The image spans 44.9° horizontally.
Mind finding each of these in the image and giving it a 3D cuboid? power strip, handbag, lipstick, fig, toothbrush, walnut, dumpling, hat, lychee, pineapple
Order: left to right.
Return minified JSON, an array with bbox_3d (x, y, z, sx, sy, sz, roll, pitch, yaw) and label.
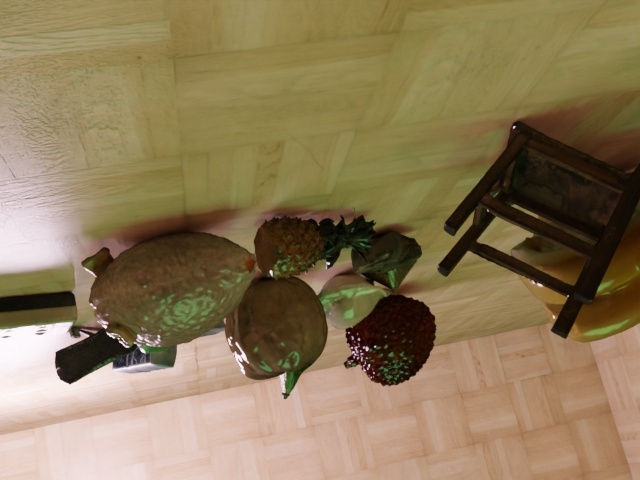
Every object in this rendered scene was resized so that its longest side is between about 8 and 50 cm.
[{"bbox_3d":[-0.607,0.155,1.522,0.256,0.070,0.105,-5,163,-30],"label":"power strip"},{"bbox_3d":[-0.557,0.246,1.955,0.021,0.024,0.288,-23,163,7],"label":"toothbrush"},{"bbox_3d":[-0.533,0.273,1.912,0.270,0.089,0.175,-28,172,-3],"label":"handbag"},{"bbox_3d":[-0.470,0.310,2.064,0.076,0.078,0.289,17,159,-32],"label":"lipstick"},{"bbox_3d":[-0.104,0.195,1.773,0.248,0.249,0.248,-12,164,-3],"label":"walnut"},{"bbox_3d":[-0.078,0.347,2.302,0.203,0.236,0.203,-8,161,-3],"label":"fig"},{"bbox_3d":[0.000,0.000,1.420,0.251,0.125,0.125,-8,164,-36],"label":"pineapple"},{"bbox_3d":[0.093,0.149,1.930,0.179,0.132,0.252,-20,157,13],"label":"dumpling"},{"bbox_3d":[0.200,0.291,2.274,0.304,0.276,0.276,-36,162,3],"label":"lychee"},{"bbox_3d":[0.180,0.096,1.943,0.145,0.067,0.146,-12,164,-3],"label":"hat"}]

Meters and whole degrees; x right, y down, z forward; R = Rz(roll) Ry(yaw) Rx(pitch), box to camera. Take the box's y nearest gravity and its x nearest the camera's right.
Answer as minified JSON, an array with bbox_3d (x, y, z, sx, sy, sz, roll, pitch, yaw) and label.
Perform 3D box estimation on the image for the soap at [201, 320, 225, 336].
[{"bbox_3d":[-0.314,0.215,1.983,0.149,0.056,0.100,-11,166,-6],"label":"soap"}]

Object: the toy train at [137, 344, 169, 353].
[{"bbox_3d":[-0.374,0.206,1.819,0.099,0.081,0.149,-2,119,-43],"label":"toy train"}]

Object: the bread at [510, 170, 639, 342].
[{"bbox_3d":[0.564,0.011,1.481,0.424,0.245,0.328,-33,-150,-28],"label":"bread"}]

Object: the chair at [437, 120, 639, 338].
[{"bbox_3d":[0.396,-0.095,1.250,0.240,0.416,0.203,28,160,18],"label":"chair"}]

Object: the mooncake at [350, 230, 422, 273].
[{"bbox_3d":[0.140,0.024,1.652,0.129,0.073,0.125,-20,166,29],"label":"mooncake"}]

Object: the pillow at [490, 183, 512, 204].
[{"bbox_3d":[0.396,-0.107,1.464,0.185,0.043,0.118,-20,160,34],"label":"pillow"}]

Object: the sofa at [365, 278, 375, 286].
[{"bbox_3d":[0.085,0.138,2.065,0.117,0.039,0.060,-24,160,36],"label":"sofa"}]

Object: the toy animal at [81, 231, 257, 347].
[{"bbox_3d":[-0.263,0.086,1.341,0.358,0.188,0.226,-24,166,33],"label":"toy animal"}]
